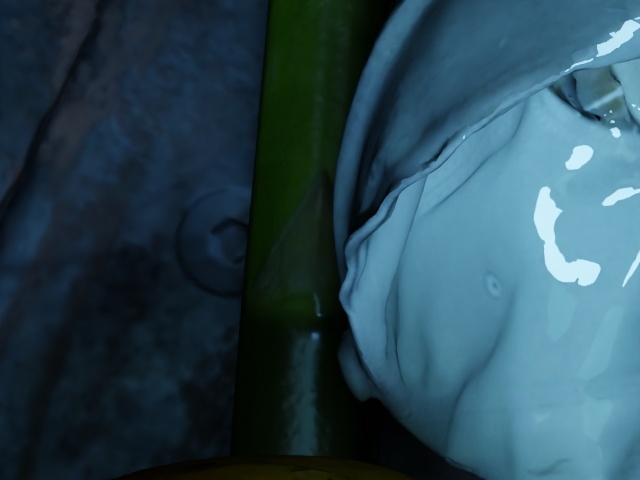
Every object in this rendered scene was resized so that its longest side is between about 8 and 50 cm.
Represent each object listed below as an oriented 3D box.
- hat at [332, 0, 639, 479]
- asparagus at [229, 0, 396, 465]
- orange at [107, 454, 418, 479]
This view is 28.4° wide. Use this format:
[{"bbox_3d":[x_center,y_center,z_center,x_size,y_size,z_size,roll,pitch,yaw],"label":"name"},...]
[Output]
[{"bbox_3d":[0.112,-0.068,0.467,0.168,0.258,0.301,3,52,24],"label":"hat"},{"bbox_3d":[-0.002,0.000,0.496,0.060,0.067,0.278,-2,70,19],"label":"asparagus"},{"bbox_3d":[-0.020,0.176,0.322,0.246,0.246,0.246,1,75,-4],"label":"orange"}]
